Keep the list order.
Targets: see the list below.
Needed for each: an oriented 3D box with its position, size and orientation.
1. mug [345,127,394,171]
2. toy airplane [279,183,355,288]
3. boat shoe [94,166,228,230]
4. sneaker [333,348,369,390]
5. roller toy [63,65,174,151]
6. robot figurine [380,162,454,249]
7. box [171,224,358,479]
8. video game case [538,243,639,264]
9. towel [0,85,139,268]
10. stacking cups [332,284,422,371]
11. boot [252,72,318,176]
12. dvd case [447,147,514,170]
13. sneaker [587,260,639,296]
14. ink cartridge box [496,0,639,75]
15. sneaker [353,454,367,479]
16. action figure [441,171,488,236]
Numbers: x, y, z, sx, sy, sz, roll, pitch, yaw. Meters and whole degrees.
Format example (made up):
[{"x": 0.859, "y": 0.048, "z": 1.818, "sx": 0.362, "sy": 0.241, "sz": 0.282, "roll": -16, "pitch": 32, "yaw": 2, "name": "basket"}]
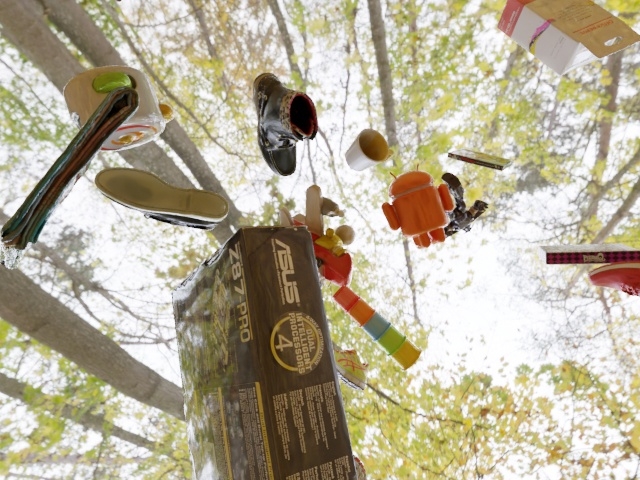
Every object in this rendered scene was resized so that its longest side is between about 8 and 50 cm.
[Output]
[{"x": 0.080, "y": -0.146, "z": 0.739, "sx": 0.078, "sy": 0.064, "sz": 0.062, "roll": 34, "pitch": -120, "yaw": -15, "name": "mug"}, {"x": 0.000, "y": 0.000, "z": 1.653, "sx": 0.272, "sy": 0.386, "sz": 0.384, "roll": -20, "pitch": -92, "yaw": -18, "name": "toy airplane"}, {"x": -0.430, "y": -0.100, "z": 1.166, "sx": 0.340, "sy": 0.113, "sz": 0.127, "roll": 9, "pitch": -124, "yaw": -23, "name": "boat shoe"}, {"x": 0.063, "y": 0.345, "z": 1.232, "sx": 0.081, "sy": 0.208, "sz": 0.094, "roll": -9, "pitch": -135, "yaw": 52, "name": "sneaker"}, {"x": -0.465, "y": -0.291, "z": 0.983, "sx": 0.191, "sy": 0.209, "sz": 0.146, "roll": -19, "pitch": -89, "yaw": 16, "name": "roller toy"}, {"x": 0.256, "y": -0.089, "z": 1.118, "sx": 0.158, "sy": 0.128, "sz": 0.219, "roll": -21, "pitch": -93, "yaw": 32, "name": "robot figurine"}, {"x": -0.091, "y": 0.215, "z": 0.538, "sx": 0.097, "sy": 0.318, "sz": 0.395, "roll": -2, "pitch": -108, "yaw": -31, "name": "box"}, {"x": 0.783, "y": 0.039, "z": 1.265, "sx": 0.232, "sy": 0.210, "sz": 0.041, "roll": -2, "pitch": -86, "yaw": 22, "name": "video game case"}, {"x": -0.416, "y": -0.083, "z": 0.688, "sx": 0.370, "sy": 0.040, "sz": 0.271, "roll": -13, "pitch": -133, "yaw": 52, "name": "towel"}, {"x": 0.167, "y": 0.268, "z": 1.340, "sx": 0.316, "sy": 0.096, "sz": 0.096, "roll": 41, "pitch": -112, "yaw": 5, "name": "stacking cups"}, {"x": -0.070, "y": -0.222, "z": 0.909, "sx": 0.085, "sy": 0.236, "sz": 0.178, "roll": -22, "pitch": -144, "yaw": -20, "name": "boot"}, {"x": 0.346, "y": -0.176, "z": 0.922, "sx": 0.119, "sy": 0.013, "sz": 0.087, "roll": 22, "pitch": -151, "yaw": 31, "name": "dvd case"}, {"x": 0.720, "y": 0.116, "z": 0.944, "sx": 0.221, "sy": 0.087, "sz": 0.128, "roll": -11, "pitch": -120, "yaw": 43, "name": "sneaker"}, {"x": 0.421, "y": -0.358, "z": 0.732, "sx": 0.115, "sy": 0.067, "sz": 0.198, "roll": -26, "pitch": -117, "yaw": -15, "name": "ink cartridge box"}, {"x": 0.064, "y": 0.615, "z": 1.171, "sx": 0.061, "sy": 0.065, "sz": 0.158, "roll": -8, "pitch": -135, "yaw": -47, "name": "sneaker"}, {"x": 0.439, "y": -0.089, "z": 1.373, "sx": 0.185, "sy": 0.285, "sz": 0.099, "roll": -45, "pitch": -132, "yaw": 5, "name": "action figure"}]
